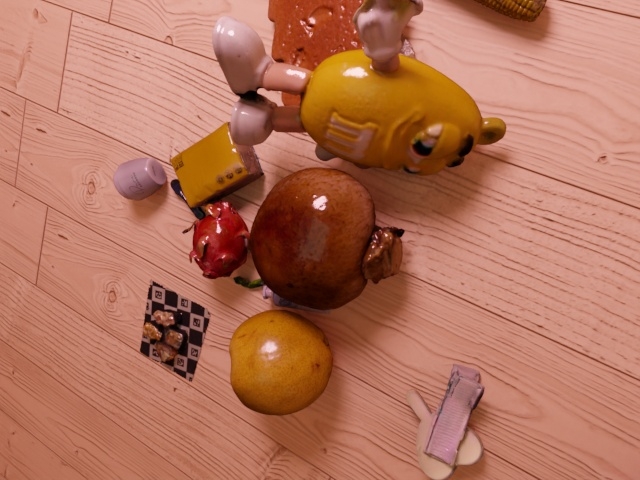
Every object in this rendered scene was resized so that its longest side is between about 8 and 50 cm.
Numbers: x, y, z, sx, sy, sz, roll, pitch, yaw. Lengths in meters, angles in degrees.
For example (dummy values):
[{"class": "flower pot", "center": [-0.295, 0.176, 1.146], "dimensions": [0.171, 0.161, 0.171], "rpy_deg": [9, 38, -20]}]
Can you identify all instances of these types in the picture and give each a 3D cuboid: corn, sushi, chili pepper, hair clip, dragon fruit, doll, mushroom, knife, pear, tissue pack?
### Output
[{"class": "corn", "center": [0.245, -0.416, 0.669], "dimensions": [0.231, 0.080, 0.080], "rpy_deg": [36, 110, 12]}, {"class": "sushi", "center": [-0.374, 0.228, 1.058], "dimensions": [0.193, 0.040, 0.210], "rpy_deg": [22, 107, 18]}, {"class": "chili pepper", "center": [-0.157, 0.092, 0.955], "dimensions": [0.083, 0.022, 0.027], "rpy_deg": [1, 132, 22]}, {"class": "hair clip", "center": [0.229, 0.335, 0.805], "dimensions": [0.159, 0.071, 0.218], "rpy_deg": [19, 100, 22]}, {"class": "dragon fruit", "center": [-0.204, -0.002, 0.904], "dimensions": [0.133, 0.136, 0.166], "rpy_deg": [0, 79, 32]}, {"class": "doll", "center": [0.039, -0.222, 0.675], "dimensions": [0.423, 0.348, 0.161], "rpy_deg": [-2, 63, 32]}, {"class": "mushroom", "center": [0.003, 0.003, 0.767], "dimensions": [0.283, 0.195, 0.263], "rpy_deg": [0, 104, 16]}, {"class": "knife", "center": [-0.298, -0.090, 0.985], "dimensions": [0.031, 0.018, 0.121], "rpy_deg": [-37, 84, 17]}, {"class": "pear", "center": [-0.075, 0.236, 0.845], "dimensions": [0.209, 0.209, 0.209], "rpy_deg": [4, 100, 22]}, {"class": "tissue pack", "center": [-0.217, -0.154, 0.905], "dimensions": [0.169, 0.082, 0.120], "rpy_deg": [-24, 88, 25]}]

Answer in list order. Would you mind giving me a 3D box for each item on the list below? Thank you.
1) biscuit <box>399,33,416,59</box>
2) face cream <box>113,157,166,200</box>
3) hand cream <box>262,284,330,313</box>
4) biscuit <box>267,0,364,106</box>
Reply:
[{"class": "biscuit", "center": [0.112, -0.312, 0.775], "dimensions": [0.120, 0.015, 0.120], "rpy_deg": [4, 100, 23]}, {"class": "face cream", "center": [-0.408, -0.141, 0.985], "dimensions": [0.095, 0.091, 0.091], "rpy_deg": [-18, 91, 17]}, {"class": "hand cream", "center": [-0.051, 0.110, 0.901], "dimensions": [0.142, 0.053, 0.084], "rpy_deg": [1, 99, 13]}, {"class": "biscuit", "center": [0.002, -0.399, 0.787], "dimensions": [0.284, 0.043, 0.306], "rpy_deg": [-30, 82, 32]}]
